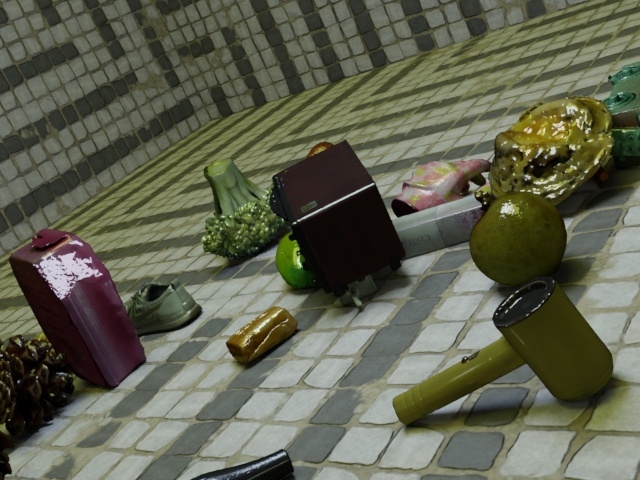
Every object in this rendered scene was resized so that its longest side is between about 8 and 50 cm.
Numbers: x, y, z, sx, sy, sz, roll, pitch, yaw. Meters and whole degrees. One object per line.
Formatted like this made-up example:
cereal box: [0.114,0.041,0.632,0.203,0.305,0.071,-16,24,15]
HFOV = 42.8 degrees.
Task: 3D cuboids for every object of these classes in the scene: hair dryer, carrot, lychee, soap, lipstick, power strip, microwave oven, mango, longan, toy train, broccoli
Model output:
hair dryer: [0.214,0.168,1.026,0.279,0.135,0.090,-35,12,28]
carrot: [0.525,-0.137,1.564,0.032,0.032,0.093,-23,23,6]
lychee: [0.019,-0.238,2.359,0.140,0.101,0.114,-42,15,-27]
soap: [-0.495,0.132,1.661,0.220,0.325,0.127,1,27,48]
lipstick: [0.181,-0.011,1.596,0.317,0.066,0.068,-17,21,22]
power strip: [0.062,0.083,1.530,0.075,0.042,0.175,-24,20,3]
microwave oven: [0.025,-0.042,1.522,0.188,0.178,0.247,-29,29,1]
hair dryer: [-0.092,0.352,0.996,0.195,0.075,0.219,-22,27,-20]
mango: [-0.035,0.035,1.697,0.119,0.100,0.178,-19,27,11]
longan: [0.301,-0.010,1.282,0.155,0.176,0.145,-45,-14,20]
toy train: [0.647,-0.268,1.613,0.159,0.129,0.326,-9,25,34]
broccoli: [-0.216,-0.084,2.015,0.263,0.243,0.247,-38,35,-20]

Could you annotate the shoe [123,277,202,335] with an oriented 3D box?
shoe: [-0.388,0.148,1.840,0.275,0.098,0.103,-14,18,34]

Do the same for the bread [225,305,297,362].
bread: [-0.107,0.172,1.486,0.132,0.053,0.074,-36,17,-29]

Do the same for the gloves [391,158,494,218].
gloves: [0.268,-0.114,1.694,0.241,0.126,0.145,-40,20,-22]

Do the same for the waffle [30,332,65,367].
waffle: [-0.651,0.282,1.870,0.262,0.060,0.280,-16,22,16]

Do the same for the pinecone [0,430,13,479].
pinecone: [-0.617,0.381,1.318,0.224,0.224,0.272,-14,41,29]

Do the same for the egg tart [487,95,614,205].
egg tart: [0.412,-0.173,1.538,0.297,0.132,0.297,-40,28,27]

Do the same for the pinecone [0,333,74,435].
pinecone: [-0.580,0.280,1.599,0.208,0.207,0.208,-22,19,8]
